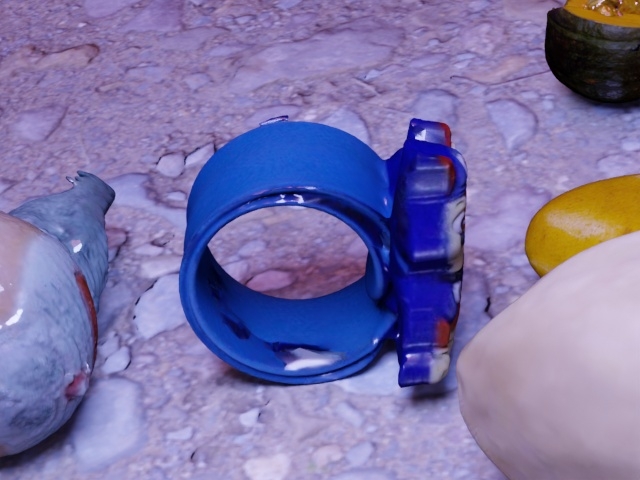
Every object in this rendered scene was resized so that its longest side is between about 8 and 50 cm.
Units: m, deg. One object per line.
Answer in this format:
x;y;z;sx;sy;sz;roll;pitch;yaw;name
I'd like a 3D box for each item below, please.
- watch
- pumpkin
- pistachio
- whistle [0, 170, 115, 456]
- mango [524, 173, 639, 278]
0.001;0.004;1.087;0.200;0.196;0.171;-2;24;3;watch
0.259;-0.177;1.348;0.119;0.107;0.183;15;33;24;pumpkin
0.235;0.093;0.886;0.318;0.213;0.193;-4;-11;29;pistachio
-0.216;0.043;1.133;0.189;0.189;0.348;0;21;18;whistle
0.233;0.010;1.068;0.145;0.112;0.219;-36;35;-28;mango
